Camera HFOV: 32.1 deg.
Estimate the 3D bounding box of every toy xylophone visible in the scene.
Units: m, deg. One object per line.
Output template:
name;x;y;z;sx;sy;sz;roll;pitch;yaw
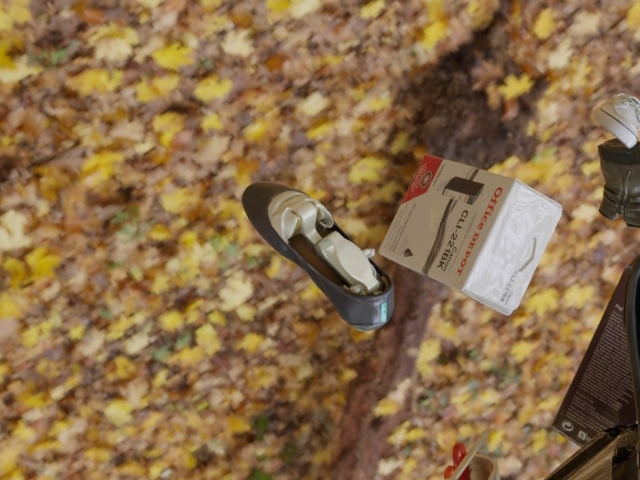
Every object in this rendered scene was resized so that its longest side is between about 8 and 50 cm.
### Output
toy xylophone;0.222;0.442;1.785;0.081;0.236;0.322;-1;-166;28

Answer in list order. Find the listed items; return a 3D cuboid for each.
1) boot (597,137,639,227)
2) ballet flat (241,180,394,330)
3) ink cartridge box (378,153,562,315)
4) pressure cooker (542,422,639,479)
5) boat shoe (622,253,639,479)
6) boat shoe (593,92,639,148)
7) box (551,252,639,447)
boot;0.627;-0.096;2.084;0.083;0.246;0.161;-26;117;-30
ballet flat;0.000;0.000;1.081;0.074;0.203;0.074;-37;160;-16
ink cartridge box;0.242;-0.016;1.837;0.114;0.273;0.197;26;90;-30
pressure cooker;0.471;0.514;1.698;0.420;0.370;0.375;-51;176;37
boat shoe;0.414;0.213;1.152;0.187;0.500;0.156;-17;148;25
boat shoe;0.533;-0.226;1.974;0.076;0.083;0.226;-49;-172;15
box;0.557;0.184;1.931;0.191;0.143;0.381;-32;144;-45
